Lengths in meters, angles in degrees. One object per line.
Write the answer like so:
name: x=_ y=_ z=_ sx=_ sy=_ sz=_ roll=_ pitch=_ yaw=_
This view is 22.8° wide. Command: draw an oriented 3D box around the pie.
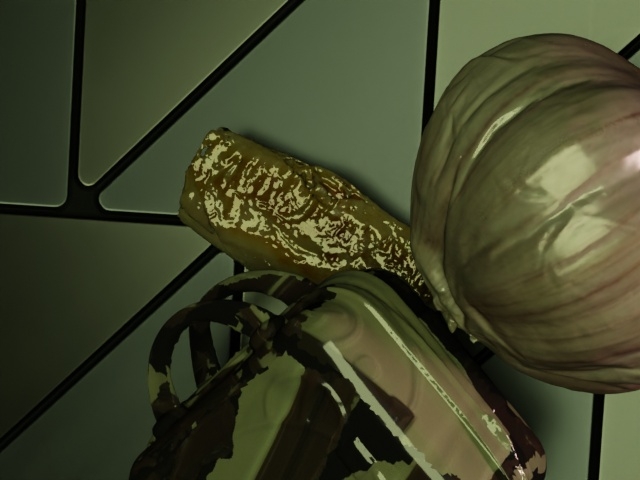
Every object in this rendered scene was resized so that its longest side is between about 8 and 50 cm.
pie: x=0.000 y=0.000 z=1.496 sx=0.282 sy=0.068 sz=0.128 roll=31 pitch=100 yaw=9

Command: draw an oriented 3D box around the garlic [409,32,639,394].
garlic: x=0.207 y=-0.012 z=1.329 sx=0.259 sy=0.317 sz=0.317 roll=-28 pitch=86 yaw=5

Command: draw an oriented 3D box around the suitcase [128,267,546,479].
suitcase: x=-0.004 y=0.181 z=1.414 sx=0.339 sy=0.194 sz=0.351 roll=51 pitch=126 yaw=6
